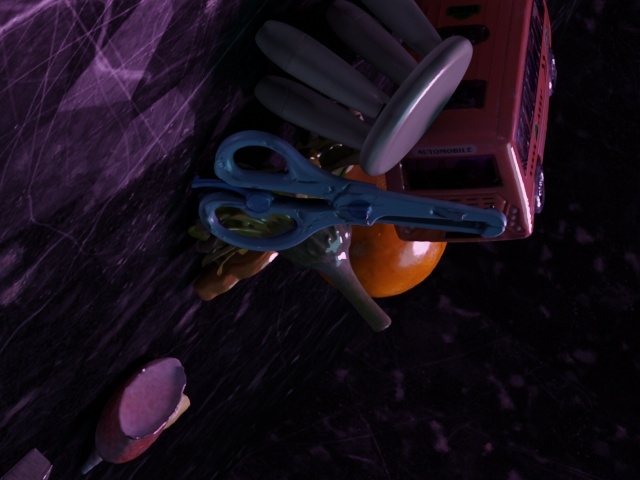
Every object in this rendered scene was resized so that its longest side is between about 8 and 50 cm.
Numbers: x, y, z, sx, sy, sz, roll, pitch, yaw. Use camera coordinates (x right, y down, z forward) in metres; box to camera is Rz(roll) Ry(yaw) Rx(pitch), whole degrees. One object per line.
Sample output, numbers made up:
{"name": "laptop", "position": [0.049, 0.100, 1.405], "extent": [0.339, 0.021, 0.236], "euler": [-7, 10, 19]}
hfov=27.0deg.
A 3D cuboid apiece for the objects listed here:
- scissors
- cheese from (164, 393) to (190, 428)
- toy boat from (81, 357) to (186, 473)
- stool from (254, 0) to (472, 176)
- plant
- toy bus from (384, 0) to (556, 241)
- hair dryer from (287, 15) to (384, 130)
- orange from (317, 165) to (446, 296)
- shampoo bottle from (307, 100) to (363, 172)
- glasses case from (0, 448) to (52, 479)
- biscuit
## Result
{"name": "scissors", "position": [0.035, -0.041, 1.645], "extent": [0.032, 0.392, 0.180], "euler": [-81, 179, -47]}
{"name": "cheese", "position": [-0.278, 0.319, 2.480], "extent": [0.083, 0.030, 0.044], "euler": [-43, 147, -20]}
{"name": "toy boat", "position": [-0.309, 0.291, 2.117], "extent": [0.282, 0.096, 0.206], "euler": [-49, -169, 51]}
{"name": "stool", "position": [0.046, -0.204, 1.566], "extent": [0.195, 0.198, 0.195], "euler": [-51, 172, -17]}
{"name": "plant", "position": [-0.044, -0.017, 1.783], "extent": [0.261, 0.297, 0.306], "euler": [-3, 174, -16]}
{"name": "toy bus", "position": [0.205, -0.207, 1.837], "extent": [0.233, 0.203, 0.427], "euler": [72, 23, -45]}
{"name": "hair dryer", "position": [0.036, -0.250, 1.817], "extent": [0.173, 0.050, 0.195], "euler": [-55, 174, 35]}
{"name": "orange", "position": [0.089, -0.035, 2.217], "extent": [0.261, 0.261, 0.261], "euler": [-50, 170, -12]}
{"name": "shampoo bottle", "position": [0.023, -0.159, 1.973], "extent": [0.079, 0.079, 0.162], "euler": [-48, 169, -20]}
{"name": "glasses case", "position": [-0.434, 0.380, 1.918], "extent": [0.071, 0.047, 0.205], "euler": [-45, 168, -40]}
{"name": "biscuit", "position": [-0.091, 0.006, 1.992], "extent": [0.236, 0.040, 0.144], "euler": [-35, -167, -6]}
